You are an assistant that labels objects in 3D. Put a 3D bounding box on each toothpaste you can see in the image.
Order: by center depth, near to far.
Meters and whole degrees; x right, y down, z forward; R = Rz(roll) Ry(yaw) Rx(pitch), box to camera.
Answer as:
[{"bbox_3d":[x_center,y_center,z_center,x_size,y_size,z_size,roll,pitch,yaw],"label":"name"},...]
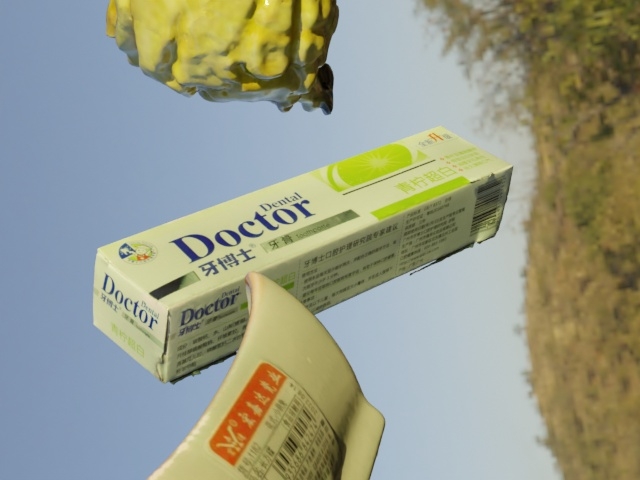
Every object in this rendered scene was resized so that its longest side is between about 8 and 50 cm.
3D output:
[{"bbox_3d":[0.000,0.000,0.918,0.336,0.081,0.067,-22,-48,-39],"label":"toothpaste"}]

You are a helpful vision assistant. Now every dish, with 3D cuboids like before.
[{"bbox_3d":[-0.033,0.120,0.460,0.212,0.077,0.151,-61,-10,-66],"label":"dish"}]

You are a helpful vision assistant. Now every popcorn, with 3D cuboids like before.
[{"bbox_3d":[-0.092,-0.263,1.268,0.293,0.237,0.293,-175,90,-88],"label":"popcorn"}]
